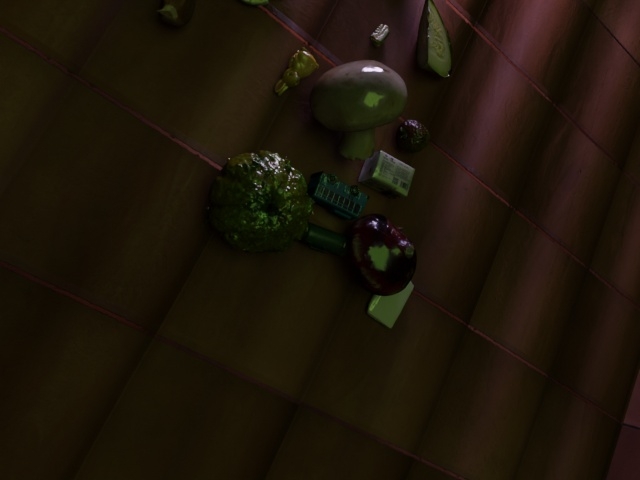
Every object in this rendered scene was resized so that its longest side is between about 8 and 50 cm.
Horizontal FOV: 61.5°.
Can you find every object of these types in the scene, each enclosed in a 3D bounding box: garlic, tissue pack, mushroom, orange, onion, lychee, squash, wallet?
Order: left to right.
[{"bbox_3d":[-0.380,-0.677,1.457,0.091,0.128,0.198,21,82,-9],"label":"garlic"},{"bbox_3d":[-0.160,-0.096,1.507,0.301,0.223,0.300,35,79,-23],"label":"orange"},{"bbox_3d":[0.124,-0.392,1.638,0.298,0.297,0.290,-27,122,-25],"label":"mushroom"},{"bbox_3d":[0.217,-0.214,1.769,0.149,0.099,0.106,25,76,-24],"label":"tissue pack"},{"bbox_3d":[0.215,0.032,1.687,0.272,0.195,0.272,24,58,-43],"label":"onion"},{"bbox_3d":[0.233,0.191,1.806,0.124,0.032,0.182,37,71,-21],"label":"wallet"},{"bbox_3d":[0.308,-0.351,1.815,0.146,0.114,0.114,-4,90,-48],"label":"lychee"},{"bbox_3d":[0.412,-0.682,1.855,0.155,0.204,0.236,5,86,-4],"label":"squash"}]

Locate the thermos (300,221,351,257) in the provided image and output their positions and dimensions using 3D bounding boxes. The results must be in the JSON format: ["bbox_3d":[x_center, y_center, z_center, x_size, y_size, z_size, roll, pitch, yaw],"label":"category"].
[{"bbox_3d":[-0.001,-0.003,1.668,0.188,0.073,0.083,20,80,-24],"label":"thermos"}]

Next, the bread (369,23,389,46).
[{"bbox_3d":[0.199,-0.690,1.810,0.049,0.034,0.088,35,69,-7],"label":"bread"}]

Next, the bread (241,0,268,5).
[{"bbox_3d":[-0.238,-0.780,1.587,0.112,0.036,0.192,-26,104,-20],"label":"bread"}]

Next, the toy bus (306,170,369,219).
[{"bbox_3d":[0.051,-0.137,1.689,0.185,0.090,0.106,25,78,-23],"label":"toy bus"}]

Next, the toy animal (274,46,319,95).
[{"bbox_3d":[-0.078,-0.504,1.646,0.083,0.070,0.159,41,76,-22],"label":"toy animal"}]
